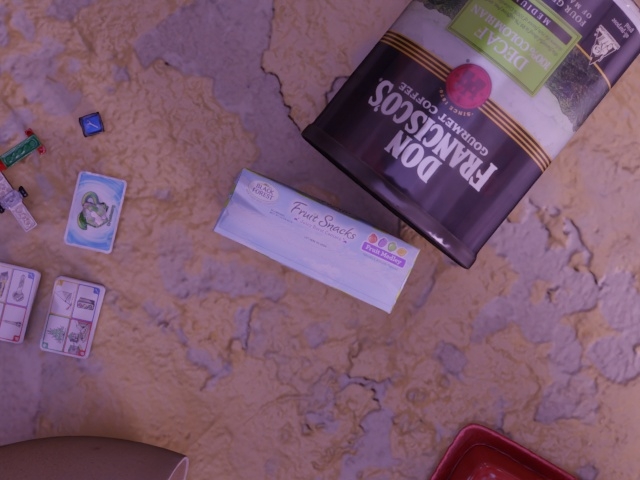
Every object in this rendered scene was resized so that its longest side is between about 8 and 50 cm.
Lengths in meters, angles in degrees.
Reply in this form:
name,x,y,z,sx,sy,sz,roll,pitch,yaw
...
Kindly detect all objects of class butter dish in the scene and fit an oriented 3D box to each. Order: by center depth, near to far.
name,x,y,z,sx,sy,sz,roll,pitch,yaw
butter dish,0.173,0.280,1.441,0.160,0.118,0.160,30,91,2

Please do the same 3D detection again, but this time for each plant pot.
name,x,y,z,sx,sy,sz,roll,pitch,yaw
plant pot,-0.264,0.294,1.375,0.191,0.284,0.284,22,91,3

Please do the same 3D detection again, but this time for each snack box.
name,x,y,z,sx,sy,sz,roll,pitch,yaw
snack box,0.000,0.000,1.400,0.174,0.207,0.070,25,92,1

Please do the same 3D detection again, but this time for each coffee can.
name,x,y,z,sx,sy,sz,roll,pitch,yaw
coffee can,0.144,-0.142,1.397,0.201,0.201,0.275,39,91,1

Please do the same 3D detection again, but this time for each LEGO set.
name,x,y,z,sx,sy,sz,roll,pitch,yaw
LEGO set,-0.294,-0.020,1.503,0.182,0.060,0.244,13,92,-10
